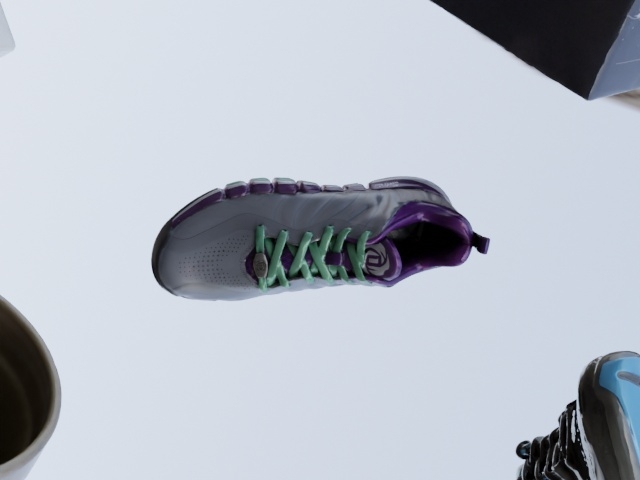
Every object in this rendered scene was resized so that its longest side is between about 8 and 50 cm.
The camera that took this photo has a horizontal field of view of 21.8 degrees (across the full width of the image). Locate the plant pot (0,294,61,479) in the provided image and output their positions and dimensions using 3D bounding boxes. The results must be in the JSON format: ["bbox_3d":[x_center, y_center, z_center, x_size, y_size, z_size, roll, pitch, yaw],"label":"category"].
[{"bbox_3d":[-0.455,0.213,1.664,0.280,0.323,0.323,-61,-140,30],"label":"plant pot"}]

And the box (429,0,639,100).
[{"bbox_3d":[0.282,-0.300,1.278,0.179,0.343,0.312,38,-58,26],"label":"box"}]

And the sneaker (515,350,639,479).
[{"bbox_3d":[0.234,0.212,1.476,0.139,0.341,0.125,7,-126,15],"label":"sneaker"}]

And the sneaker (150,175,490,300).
[{"bbox_3d":[0.000,0.000,1.131,0.098,0.223,0.083,-146,-133,-65],"label":"sneaker"}]

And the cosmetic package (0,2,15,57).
[{"bbox_3d":[-0.303,-0.161,0.962,0.151,0.151,0.184,-17,-85,40],"label":"cosmetic package"}]
